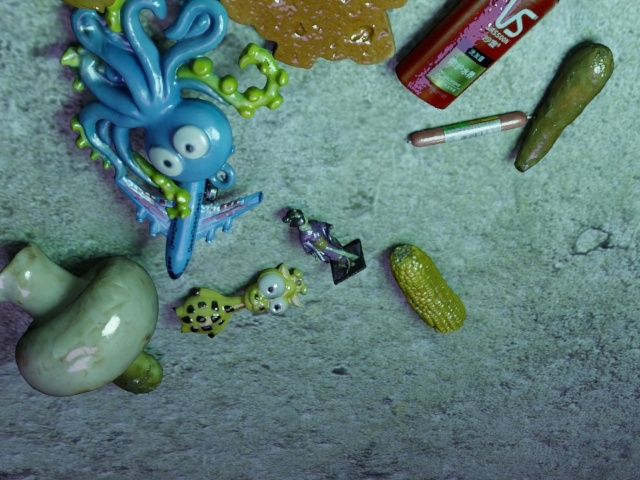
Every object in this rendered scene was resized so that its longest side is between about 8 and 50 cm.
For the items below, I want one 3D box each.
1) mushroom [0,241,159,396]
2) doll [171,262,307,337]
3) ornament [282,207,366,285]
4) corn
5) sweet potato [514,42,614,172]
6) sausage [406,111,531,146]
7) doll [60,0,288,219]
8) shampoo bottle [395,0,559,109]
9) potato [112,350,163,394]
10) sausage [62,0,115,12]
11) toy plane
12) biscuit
[{"bbox_3d":[-0.463,0.131,1.316,0.298,0.297,0.290,-33,110,25],"label":"mushroom"},{"bbox_3d":[-0.170,0.132,1.496,0.291,0.086,0.117,-16,110,6],"label":"doll"},{"bbox_3d":[0.009,-0.003,1.376,0.081,0.088,0.203,-27,135,18],"label":"ornament"},{"bbox_3d":[0.230,0.105,1.540,0.102,0.101,0.313,-25,134,17],"label":"corn"},{"bbox_3d":[0.412,-0.226,1.210,0.075,0.075,0.273,6,140,-18],"label":"sweet potato"},{"bbox_3d":[0.262,-0.196,1.243,0.223,0.029,0.029,-11,140,2],"label":"sausage"},{"bbox_3d":[-0.236,-0.202,1.041,0.346,0.098,0.341,-32,119,25],"label":"doll"},{"bbox_3d":[0.255,-0.329,1.051,0.118,0.076,0.314,26,128,-31],"label":"shampoo bottle"},{"bbox_3d":[-0.448,0.286,1.614,0.117,0.090,0.225,-21,139,12],"label":"potato"},{"bbox_3d":[-0.327,-0.422,0.801,0.134,0.116,0.353,-22,143,-8],"label":"sausage"},{"bbox_3d":[-0.238,-0.054,1.241,0.254,0.105,0.271,8,123,-18],"label":"toy plane"},{"bbox_3d":[0.019,-0.370,0.980,0.284,0.043,0.306,15,135,-22],"label":"biscuit"}]
